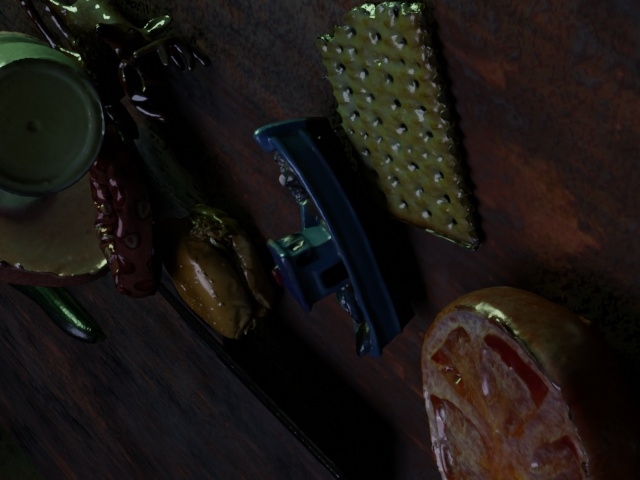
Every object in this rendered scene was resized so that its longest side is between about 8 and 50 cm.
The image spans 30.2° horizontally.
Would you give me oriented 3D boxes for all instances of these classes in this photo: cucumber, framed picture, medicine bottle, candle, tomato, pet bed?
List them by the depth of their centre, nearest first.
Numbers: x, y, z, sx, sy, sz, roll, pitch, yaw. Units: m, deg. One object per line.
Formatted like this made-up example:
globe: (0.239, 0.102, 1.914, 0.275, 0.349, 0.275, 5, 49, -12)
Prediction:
tomato: (0.166, 0.143, 0.851, 0.236, 0.095, 0.237, 164, 90, -70)
medicine bottle: (-0.298, -0.126, 1.182, 0.143, 0.147, 0.147, 34, 148, 58)
pet bed: (-0.208, -0.031, 1.255, 0.201, 0.053, 0.201, 168, 90, -75)
framed picture: (-0.053, 0.191, 1.342, 0.324, 0.013, 0.244, 43, 170, 29)
candle: (-0.375, -0.065, 1.392, 0.317, 0.287, 0.131, 55, 160, 5)
cucumber: (-0.463, 0.098, 2.018, 0.284, 0.056, 0.056, 32, 146, 34)

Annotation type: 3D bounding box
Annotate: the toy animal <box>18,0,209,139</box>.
toy animal: (-0.211, -0.201, 1.198, 0.260, 0.087, 0.243, 46, 168, 13)

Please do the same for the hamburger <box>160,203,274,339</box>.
hamburger: (-0.112, 0.032, 1.270, 0.138, 0.083, 0.147, 20, 141, 53)

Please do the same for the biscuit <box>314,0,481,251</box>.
biscuit: (0.055, -0.091, 0.895, 0.144, 0.016, 0.203, 23, 140, 50)

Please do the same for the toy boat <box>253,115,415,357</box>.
toy boat: (0.000, 0.000, 0.991, 0.223, 0.097, 0.100, 65, 172, -23)
